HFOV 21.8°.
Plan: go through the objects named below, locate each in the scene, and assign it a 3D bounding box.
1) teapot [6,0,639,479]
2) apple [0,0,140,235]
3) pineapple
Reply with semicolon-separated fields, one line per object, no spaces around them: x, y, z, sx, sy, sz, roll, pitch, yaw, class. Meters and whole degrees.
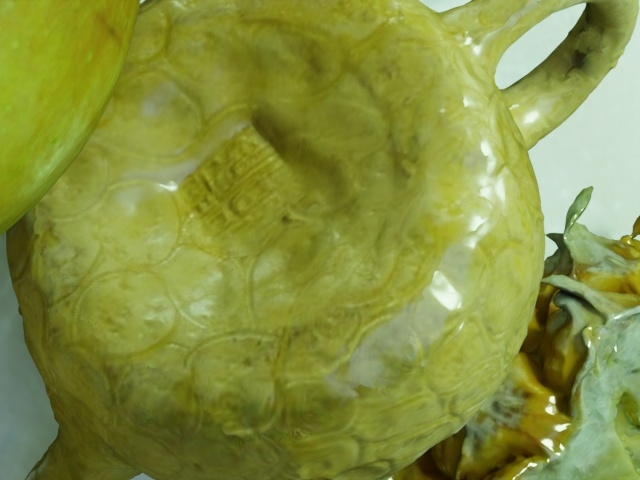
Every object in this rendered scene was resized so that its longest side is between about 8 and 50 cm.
0.000;0.000;0.653;0.311;0.167;0.203;-40;64;-2;teapot
-0.178;-0.088;0.538;0.237;0.237;0.207;35;89;-21;apple
0.127;0.088;0.736;0.236;0.114;0.186;-33;116;-14;pineapple
